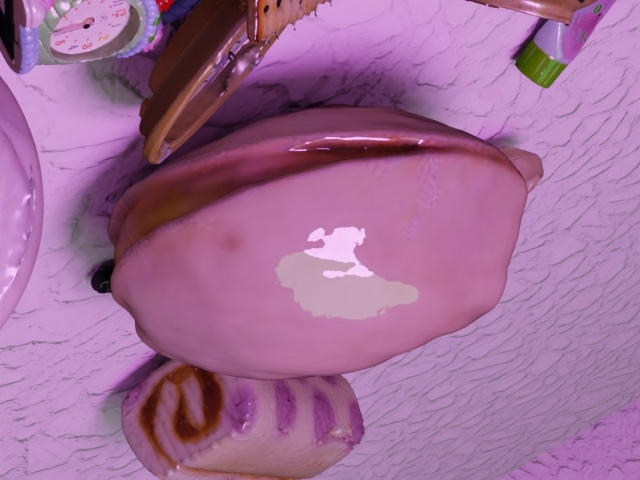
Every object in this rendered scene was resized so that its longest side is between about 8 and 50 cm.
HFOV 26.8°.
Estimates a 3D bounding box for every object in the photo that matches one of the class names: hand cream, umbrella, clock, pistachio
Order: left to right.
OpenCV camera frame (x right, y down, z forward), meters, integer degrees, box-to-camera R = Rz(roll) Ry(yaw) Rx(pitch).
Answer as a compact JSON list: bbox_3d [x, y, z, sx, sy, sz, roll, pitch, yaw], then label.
[{"bbox_3d":[-0.153,-0.220,1.023,0.195,0.100,0.194,-21,156,-22],"label":"clock"},{"bbox_3d":[-0.195,0.045,1.474,0.133,0.031,0.036,3,134,-47],"label":"umbrella"},{"bbox_3d":[-0.088,-0.168,1.154,0.237,0.057,0.237,-51,180,0],"label":"clock"},{"bbox_3d":[0.000,0.000,1.377,0.445,0.281,0.365,-6,153,-18],"label":"pistachio"},{"bbox_3d":[0.315,-0.287,1.472,0.275,0.050,0.079,-53,172,24],"label":"hand cream"}]

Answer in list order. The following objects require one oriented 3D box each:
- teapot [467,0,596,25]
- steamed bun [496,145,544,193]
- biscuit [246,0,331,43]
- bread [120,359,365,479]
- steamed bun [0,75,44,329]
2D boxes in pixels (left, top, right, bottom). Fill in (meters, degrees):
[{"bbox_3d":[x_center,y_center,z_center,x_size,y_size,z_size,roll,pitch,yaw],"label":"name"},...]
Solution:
[{"bbox_3d":[0.195,-0.298,1.223,0.269,0.173,0.182,-25,129,-70],"label":"teapot"},{"bbox_3d":[0.149,-0.024,1.639,0.212,0.110,0.231,-24,153,-55],"label":"steamed bun"},{"bbox_3d":[-0.001,-0.246,1.065,0.231,0.016,0.139,-45,143,-54],"label":"biscuit"},{"bbox_3d":[-0.095,0.229,1.744,0.187,0.155,0.338,-33,156,17],"label":"bread"},{"bbox_3d":[-0.356,-0.033,0.958,0.309,0.309,0.309,-25,151,-15],"label":"steamed bun"}]
